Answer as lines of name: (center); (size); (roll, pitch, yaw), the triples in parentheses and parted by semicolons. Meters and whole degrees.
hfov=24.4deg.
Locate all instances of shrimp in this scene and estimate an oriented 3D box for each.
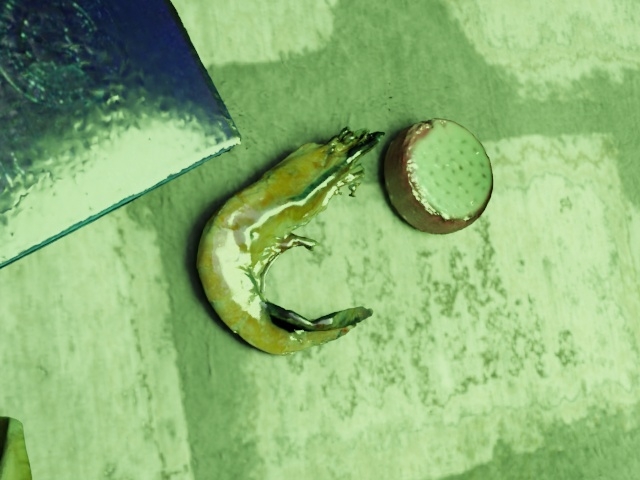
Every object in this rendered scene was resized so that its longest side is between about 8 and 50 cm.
shrimp: (0.000, 0.000, 1.208); (0.219, 0.046, 0.152); (-44, 103, -28)

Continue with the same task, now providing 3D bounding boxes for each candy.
candy: (0.104, -0.056, 1.290); (0.103, 0.043, 0.103); (8, 75, -31)

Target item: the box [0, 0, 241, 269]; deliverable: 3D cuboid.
box: (-0.239, -0.120, 1.047); (0.279, 0.116, 0.261); (-30, 97, -32)

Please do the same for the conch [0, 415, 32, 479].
conch: (-0.245, 0.290, 0.933); (0.203, 0.170, 0.386); (37, 24, -46)
